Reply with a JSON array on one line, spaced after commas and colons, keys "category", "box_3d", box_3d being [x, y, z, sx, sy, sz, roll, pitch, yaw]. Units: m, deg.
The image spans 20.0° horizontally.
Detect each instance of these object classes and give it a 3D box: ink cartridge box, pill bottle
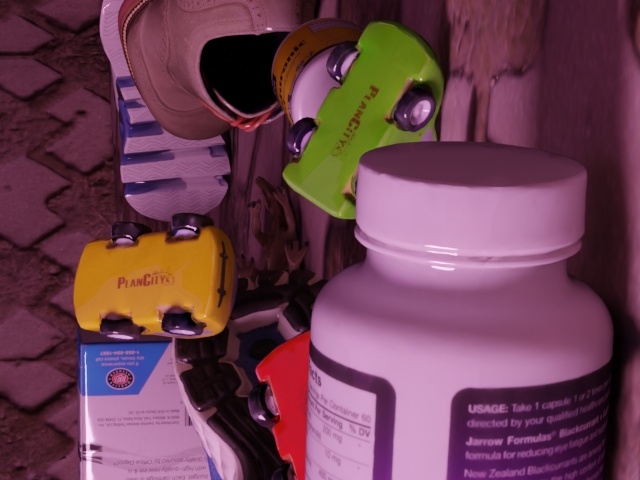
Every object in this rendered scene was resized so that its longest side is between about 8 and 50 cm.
[{"category": "ink cartridge box", "box_3d": [-0.138, 0.174, 1.587, 0.086, 0.148, 0.203, -128, 39, -72]}, {"category": "pill bottle", "box_3d": [0.008, -0.086, 0.989, 0.116, 0.065, 0.065, -119, 30, -71]}, {"category": "pill bottle", "box_3d": [0.049, 0.066, 0.649, 0.108, 0.108, 0.193, -124, 35, -72]}]

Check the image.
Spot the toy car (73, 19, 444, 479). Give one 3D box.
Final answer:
[{"category": "toy car", "box_3d": [0.000, 0.000, 0.900, 0.239, 0.053, 0.225, 36, 100, 38]}]

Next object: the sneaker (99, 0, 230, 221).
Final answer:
[{"category": "sneaker", "box_3d": [-0.148, -0.192, 1.677, 0.182, 0.127, 0.315, -106, 17, -50]}]

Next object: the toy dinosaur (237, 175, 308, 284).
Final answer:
[{"category": "toy dinosaur", "box_3d": [-0.031, 0.029, 1.305, 0.092, 0.053, 0.183, 74, -162, -67]}]

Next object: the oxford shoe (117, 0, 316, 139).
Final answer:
[{"category": "oxford shoe", "box_3d": [-0.076, -0.130, 1.312, 0.348, 0.123, 0.130, 114, 148, -69]}]

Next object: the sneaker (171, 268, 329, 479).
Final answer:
[{"category": "sneaker", "box_3d": [0.006, 0.171, 0.937, 0.330, 0.129, 0.147, -101, -3, -45]}]
